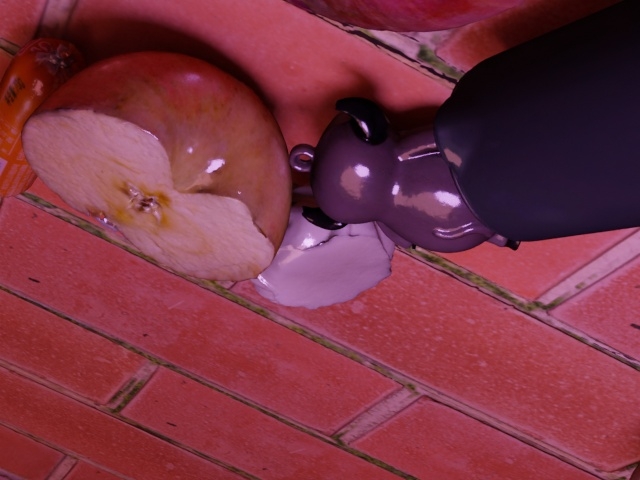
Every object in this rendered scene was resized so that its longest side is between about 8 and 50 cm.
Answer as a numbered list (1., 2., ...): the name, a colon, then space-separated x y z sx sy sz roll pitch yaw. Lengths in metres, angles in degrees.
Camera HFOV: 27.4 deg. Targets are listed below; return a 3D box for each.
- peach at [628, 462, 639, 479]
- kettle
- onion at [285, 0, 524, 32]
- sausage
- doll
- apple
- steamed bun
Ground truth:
1. peach: 0.532 0.352 1.667 0.292 0.247 0.292 27 178 1
2. kettle: 0.291 -0.117 1.125 0.308 0.262 0.203 -14 101 50
3. onion: 0.045 -0.299 0.809 0.354 0.353 0.353 16 150 9
4. sausage: -0.337 -0.150 1.520 0.093 0.093 0.312 28 150 -13
5. doll: 0.095 -0.063 1.362 0.257 0.117 0.182 17 134 1
6. apple: -0.154 -0.100 1.415 0.293 0.163 0.251 40 150 -21
7. steamed bun: 0.000 0.000 1.517 0.183 0.106 0.183 -12 150 -7
